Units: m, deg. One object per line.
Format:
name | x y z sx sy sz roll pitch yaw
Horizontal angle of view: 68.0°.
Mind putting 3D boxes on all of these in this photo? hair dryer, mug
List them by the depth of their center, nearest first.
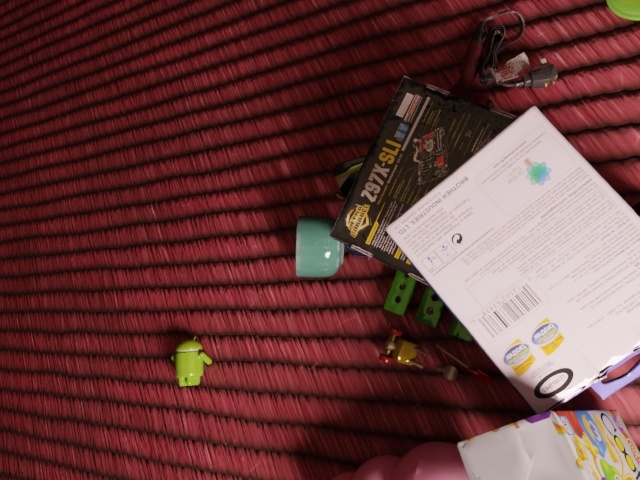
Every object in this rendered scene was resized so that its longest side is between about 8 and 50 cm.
hair dryer | 0.299 -0.315 0.960 0.293 0.080 0.224 -25 53 17
mug | 0.000 0.001 1.011 0.097 0.129 0.158 2 70 1

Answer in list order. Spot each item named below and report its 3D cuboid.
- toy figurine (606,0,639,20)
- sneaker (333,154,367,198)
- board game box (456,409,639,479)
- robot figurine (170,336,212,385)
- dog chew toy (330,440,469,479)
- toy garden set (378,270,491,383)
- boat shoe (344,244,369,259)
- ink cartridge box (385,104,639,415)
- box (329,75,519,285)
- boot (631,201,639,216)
toy figurine | 0.570 -0.465 0.776 0.173 0.159 0.130 16 88 29
sneaker | 0.139 -0.144 1.009 0.234 0.084 0.097 -14 97 27
board game box | 0.338 0.323 0.650 0.142 0.275 0.144 -37 53 31
robot figurine | -0.321 0.295 1.160 0.101 0.067 0.115 -13 74 25
dog chew toy | 0.138 0.462 0.809 0.331 0.206 0.207 -22 70 32
toy garden set | 0.237 0.167 0.896 0.244 0.049 0.204 19 88 29
boat shoe | 0.157 -0.037 0.954 0.258 0.089 0.109 -21 71 23
ink cartridge box | 0.322 0.053 0.689 0.270 0.151 0.395 -40 79 12
box | 0.199 -0.094 0.847 0.257 0.079 0.322 26 96 19
boot | 0.517 0.039 0.732 0.082 0.106 0.219 -11 74 26
